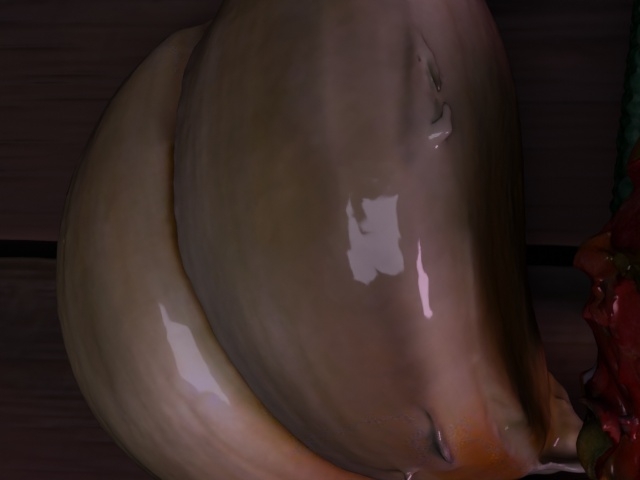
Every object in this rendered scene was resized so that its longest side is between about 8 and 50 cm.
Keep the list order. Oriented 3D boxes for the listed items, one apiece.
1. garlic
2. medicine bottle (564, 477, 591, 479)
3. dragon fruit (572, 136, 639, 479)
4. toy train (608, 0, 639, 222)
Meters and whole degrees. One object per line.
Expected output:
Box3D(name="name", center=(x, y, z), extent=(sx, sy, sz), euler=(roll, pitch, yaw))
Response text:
Box3D(name="garlic", center=(0.000, 0.000, 0.640), extent=(0.249, 0.286, 0.313), euler=(-28, 103, -25))
Box3D(name="medicine bottle", center=(0.151, 0.185, 0.631), extent=(0.247, 0.147, 0.147), euler=(-16, 99, 35))
Box3D(name="dragon fruit", center=(0.162, 0.041, 0.507), extent=(0.133, 0.150, 0.208), euler=(-18, 135, -25))
Box3D(name="toy train", center=(0.243, -0.046, 0.606), extent=(0.201, 0.145, 0.266), euler=(6, 102, 12))
